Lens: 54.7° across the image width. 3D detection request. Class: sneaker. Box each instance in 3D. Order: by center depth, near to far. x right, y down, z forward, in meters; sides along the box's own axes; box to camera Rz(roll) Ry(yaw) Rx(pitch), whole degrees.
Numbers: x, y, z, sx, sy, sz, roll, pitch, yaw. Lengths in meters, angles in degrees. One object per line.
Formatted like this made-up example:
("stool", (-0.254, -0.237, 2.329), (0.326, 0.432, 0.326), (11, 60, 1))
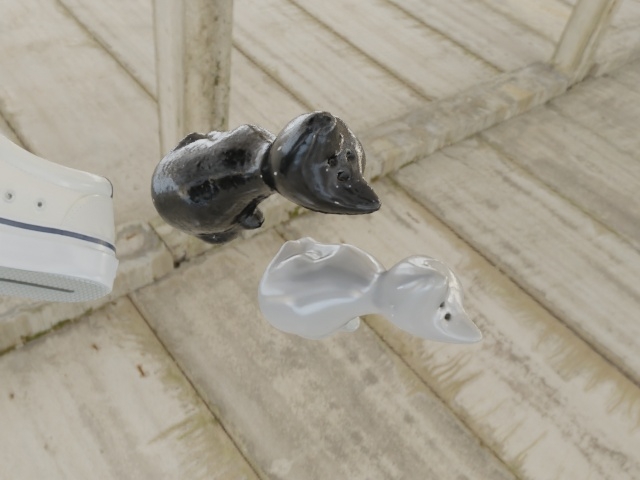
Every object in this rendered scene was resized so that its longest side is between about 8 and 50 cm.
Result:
("sneaker", (-0.229, -0.030, 0.333), (0.258, 0.094, 0.091), (23, -125, -51))

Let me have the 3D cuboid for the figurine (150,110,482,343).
("figurine", (0.000, 0.000, 0.463), (0.210, 0.215, 0.092), (-1, -134, 54))
